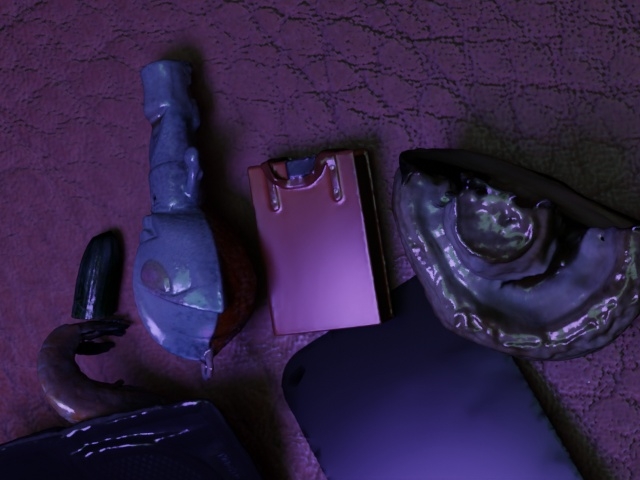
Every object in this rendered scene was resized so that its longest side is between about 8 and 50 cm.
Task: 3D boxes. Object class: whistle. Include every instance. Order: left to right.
[{"bbox_3d":[-0.142,-0.022,1.397,0.133,0.142,0.346,-7,80,-1],"label":"whistle"}]

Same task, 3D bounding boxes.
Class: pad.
[{"bbox_3d":[0.164,0.219,1.369,0.315,0.063,0.375,-33,74,17],"label":"pad"}]

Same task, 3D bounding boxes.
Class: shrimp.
[{"bbox_3d":[-0.210,0.157,1.442,0.219,0.152,0.046,17,126,-23],"label":"shrimp"}]

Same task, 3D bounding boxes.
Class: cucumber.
[{"bbox_3d":[-0.252,0.040,1.473,0.048,0.048,0.105,12,97,16],"label":"cucumber"}]

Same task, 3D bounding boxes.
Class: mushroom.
[{"bbox_3d":[0.187,0.018,1.264,0.267,0.189,0.164,16,102,3],"label":"mushroom"}]

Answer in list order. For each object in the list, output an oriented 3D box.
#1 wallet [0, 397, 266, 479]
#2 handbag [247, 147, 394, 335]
[{"bbox_3d":[-0.213,0.283,1.420,0.323,0.041,0.247,-15,127,18],"label":"wallet"},{"bbox_3d":[0.000,0.000,1.383,0.127,0.063,0.190,-9,94,22],"label":"handbag"}]
